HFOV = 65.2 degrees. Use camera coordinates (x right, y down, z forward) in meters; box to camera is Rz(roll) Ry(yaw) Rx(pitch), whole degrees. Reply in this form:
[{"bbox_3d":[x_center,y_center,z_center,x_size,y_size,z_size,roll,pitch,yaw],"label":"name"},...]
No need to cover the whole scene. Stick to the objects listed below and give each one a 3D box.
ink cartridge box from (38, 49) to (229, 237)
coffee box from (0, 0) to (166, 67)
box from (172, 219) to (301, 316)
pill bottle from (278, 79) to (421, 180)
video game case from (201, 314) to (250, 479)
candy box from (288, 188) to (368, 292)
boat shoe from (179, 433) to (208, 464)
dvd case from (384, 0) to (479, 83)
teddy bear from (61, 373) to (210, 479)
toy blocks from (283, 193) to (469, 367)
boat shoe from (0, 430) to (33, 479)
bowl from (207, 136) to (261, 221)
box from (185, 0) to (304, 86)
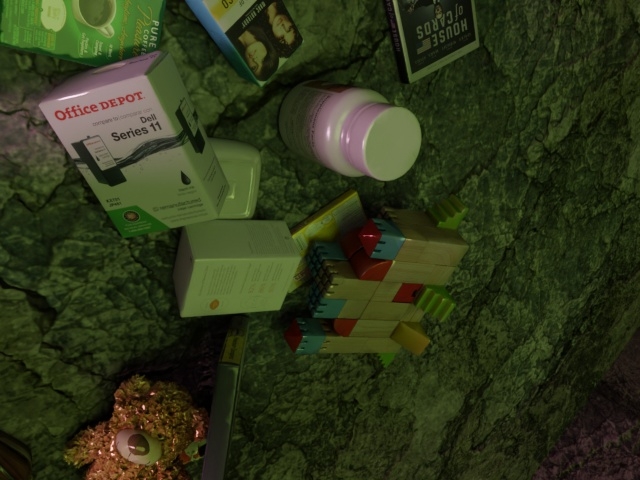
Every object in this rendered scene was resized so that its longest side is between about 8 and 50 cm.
[{"bbox_3d":[-0.232,-0.119,0.656,0.152,0.087,0.209,-11,127,12],"label":"ink cartridge box"},{"bbox_3d":[-0.294,-0.278,0.624,0.184,0.040,0.113,2,110,-33],"label":"coffee box"},{"bbox_3d":[-0.137,0.043,0.801,0.170,0.091,0.130,0,133,-28],"label":"box"},{"bbox_3d":[0.041,-0.169,0.765,0.131,0.229,0.131,-13,117,-28],"label":"pill bottle"},{"bbox_3d":[-0.154,0.285,0.811,0.035,0.248,0.275,8,96,-6],"label":"video game case"},{"bbox_3d":[0.000,0.000,0.941,0.205,0.027,0.105,-35,127,-15],"label":"candy box"},{"bbox_3d":[-0.233,0.394,0.955,0.137,0.043,0.049,-30,125,-17],"label":"boat shoe"},{"bbox_3d":[0.192,-0.424,0.877,0.179,0.029,0.239,-31,123,-17],"label":"dvd case"},{"bbox_3d":[-0.310,0.381,0.797,0.338,0.245,0.113,-44,162,22],"label":"teddy bear"},{"bbox_3d":[0.084,0.079,0.927,0.260,0.191,0.382,7,126,-29],"label":"toy blocks"},{"bbox_3d":[-0.530,0.291,0.683,0.111,0.104,0.307,-48,126,-4],"label":"boat shoe"},{"bbox_3d":[-0.157,-0.086,0.789,0.141,0.053,0.142,0,112,-32],"label":"bowl"},{"bbox_3d":[-0.121,-0.330,0.661,0.100,0.060,0.244,-48,142,-5],"label":"box"}]
